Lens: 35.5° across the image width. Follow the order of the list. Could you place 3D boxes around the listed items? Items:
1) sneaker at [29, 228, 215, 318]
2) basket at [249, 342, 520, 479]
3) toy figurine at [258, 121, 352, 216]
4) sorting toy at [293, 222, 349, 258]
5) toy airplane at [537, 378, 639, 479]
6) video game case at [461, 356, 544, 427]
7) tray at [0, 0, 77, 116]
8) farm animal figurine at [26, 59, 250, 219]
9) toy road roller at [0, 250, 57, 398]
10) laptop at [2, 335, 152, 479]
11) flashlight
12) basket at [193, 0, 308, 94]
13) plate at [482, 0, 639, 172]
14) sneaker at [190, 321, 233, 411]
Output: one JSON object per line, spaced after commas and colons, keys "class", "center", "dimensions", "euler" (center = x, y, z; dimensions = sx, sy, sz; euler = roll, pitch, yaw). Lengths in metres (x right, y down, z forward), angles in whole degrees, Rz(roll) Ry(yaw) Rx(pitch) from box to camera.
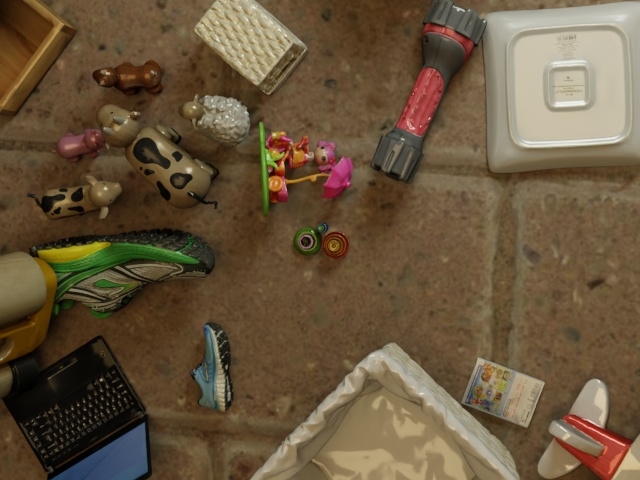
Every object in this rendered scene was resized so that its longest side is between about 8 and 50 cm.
{"class": "sneaker", "center": [-0.346, 0.059, 1.785], "dimensions": [0.344, 0.134, 0.146], "euler": [-5, 99, 18]}
{"class": "basket", "center": [0.113, 0.381, 1.648], "dimensions": [0.328, 0.266, 0.331], "euler": [43, 99, 4]}
{"class": "toy figurine", "center": [-0.025, -0.129, 1.740], "dimensions": [0.159, 0.130, 0.173], "euler": [-3, 68, -4]}
{"class": "sorting toy", "center": [0.000, 0.000, 1.759], "dimensions": [0.102, 0.042, 0.061], "euler": [6, 94, 9]}
{"class": "toy airplane", "center": [0.532, 0.390, 1.581], "dimensions": [0.385, 0.272, 0.385], "euler": [-15, 91, 10]}
{"class": "video game case", "center": [0.318, 0.265, 1.739], "dimensions": [0.122, 0.011, 0.087], "euler": [20, 96, 7]}
{"class": "tray", "center": [-0.667, -0.434, 1.825], "dimensions": [0.411, 0.076, 0.202], "euler": [39, 98, 6]}
{"class": "farm animal figurine", "center": [-0.325, -0.146, 1.736], "dimensions": [0.327, 0.172, 0.330], "euler": [25, 96, 7]}
{"class": "toy road roller", "center": [-0.632, 0.140, 1.757], "dimensions": [0.241, 0.203, 0.329], "euler": [35, 120, 23]}
{"class": "laptop", "center": [-0.444, 0.348, 1.797], "dimensions": [0.234, 0.136, 0.264], "euler": [-32, 88, 8]}
{"class": "flashlight", "center": [0.176, -0.249, 1.685], "dimensions": [0.103, 0.103, 0.304], "euler": [24, 92, -27]}
{"class": "basket", "center": [-0.122, -0.348, 1.730], "dimensions": [0.167, 0.103, 0.113], "euler": [41, 99, 4]}
{"class": "plate", "center": [0.417, -0.258, 1.682], "dimensions": [0.278, 0.045, 0.277], "euler": [-2, 92, 9]}
{"class": "sneaker", "center": [-0.202, 0.228, 1.792], "dimensions": [0.073, 0.063, 0.162], "euler": [-2, 92, 12]}
